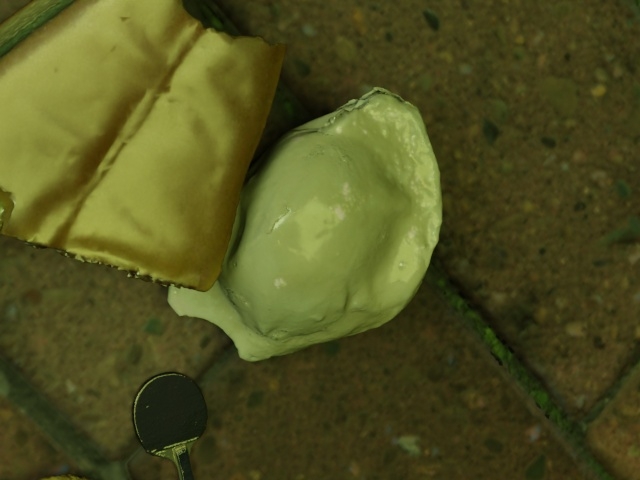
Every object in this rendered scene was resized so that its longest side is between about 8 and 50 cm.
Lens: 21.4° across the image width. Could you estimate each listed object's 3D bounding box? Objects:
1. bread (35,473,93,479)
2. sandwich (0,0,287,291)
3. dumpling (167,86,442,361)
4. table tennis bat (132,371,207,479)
[{"bbox_3d":[-0.164,0.201,1.057,0.083,0.044,0.111,-19,107,-20],"label":"bread"},{"bbox_3d":[-0.149,-0.087,0.991,0.220,0.108,0.186,16,90,-23],"label":"sandwich"},{"bbox_3d":[0.000,0.000,1.070,0.199,0.118,0.136,-38,110,8],"label":"dumpling"},{"bbox_3d":[-0.094,0.126,1.098,0.050,0.007,0.083,-18,103,-21],"label":"table tennis bat"}]
